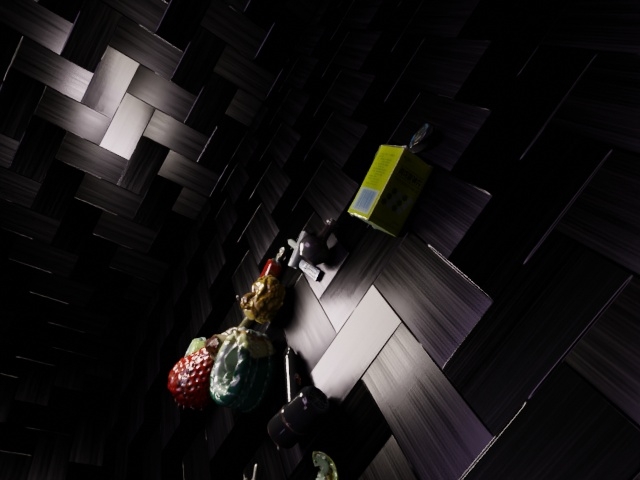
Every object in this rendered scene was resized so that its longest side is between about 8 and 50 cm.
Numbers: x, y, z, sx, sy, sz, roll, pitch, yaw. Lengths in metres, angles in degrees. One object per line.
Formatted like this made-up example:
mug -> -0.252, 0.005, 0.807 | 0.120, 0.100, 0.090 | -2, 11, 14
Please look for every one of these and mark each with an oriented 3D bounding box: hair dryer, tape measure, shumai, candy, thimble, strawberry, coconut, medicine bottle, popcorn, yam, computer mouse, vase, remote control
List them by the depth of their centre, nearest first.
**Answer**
coconut -> 0.012, 0.635, 1.189 | 0.133, 0.055, 0.158 | -14, 57, 53
medicine bottle -> 0.211, -0.156, 1.419 | 0.250, 0.137, 0.141 | -62, 27, 2
hair dryer -> -0.075, 0.447, 1.458 | 0.189, 0.107, 0.352 | -49, 26, 21
computer mouse -> 0.322, -0.317, 1.462 | 0.135, 0.047, 0.079 | -38, 24, 58
vase -> 0.000, 0.000, 1.683 | 0.183, 0.120, 0.120 | -55, 26, -14
thimble -> -0.280, 0.471, 1.694 | 0.254, 0.167, 0.289 | -18, 53, 52
remote control -> -0.037, 0.109, 1.735 | 0.044, 0.027, 0.152 | -57, 30, 0
popcorn -> -0.216, 0.240, 1.814 | 0.140, 0.164, 0.194 | -5, 29, 37
shumai -> -0.394, 0.441, 1.911 | 0.201, 0.120, 0.202 | -17, 57, 29
hair dryer -> -0.113, 0.034, 1.915 | 0.183, 0.044, 0.155 | 2, 68, 65
candy -> -0.221, 0.159, 1.964 | 0.086, 0.059, 0.292 | 18, 82, 63
yam -> -0.321, 0.360, 1.983 | 0.094, 0.043, 0.043 | -54, 30, 16
strawberry -> -0.537, 0.589, 1.990 | 0.280, 0.150, 0.254 | -32, 58, 15
tape measure -> -0.597, 0.565, 2.213 | 0.200, 0.106, 0.175 | -67, 16, -7

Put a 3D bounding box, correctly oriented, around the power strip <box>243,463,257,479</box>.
power strip -> -0.221, 0.798, 1.456 | 0.075, 0.042, 0.175 | -32, 40, 44
